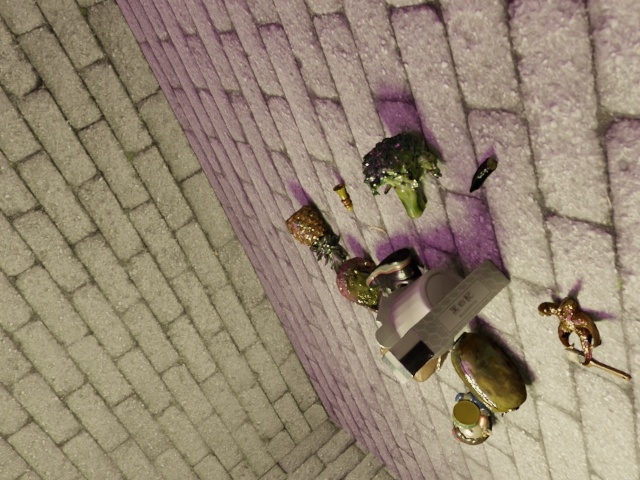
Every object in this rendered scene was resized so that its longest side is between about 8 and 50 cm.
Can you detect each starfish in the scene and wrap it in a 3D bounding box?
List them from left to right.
[{"bbox_3d":[0.624,0.219,1.359,0.190,0.074,0.146,55,160,-2],"label":"starfish"}]

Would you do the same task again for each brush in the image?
[{"bbox_3d":[0.707,0.320,1.421,0.169,0.014,0.043,22,144,53],"label":"brush"}]

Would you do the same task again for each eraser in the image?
[{"bbox_3d":[0.338,0.211,1.489,0.096,0.403,0.098,47,156,14],"label":"eraser"}]

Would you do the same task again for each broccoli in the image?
[{"bbox_3d":[0.251,-0.179,1.523,0.198,0.177,0.274,-29,131,36],"label":"broccoli"}]

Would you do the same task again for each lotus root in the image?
[{"bbox_3d":[0.524,0.411,1.750,0.275,0.160,0.152,52,-177,10],"label":"lotus root"}]

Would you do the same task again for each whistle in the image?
[{"bbox_3d":[0.080,-0.151,1.991,0.057,0.046,0.109,9,139,42],"label":"whistle"}]

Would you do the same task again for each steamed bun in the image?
[{"bbox_3d":[0.349,0.358,1.898,0.199,0.251,0.301,45,166,20],"label":"steamed bun"}]

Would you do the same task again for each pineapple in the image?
[{"bbox_3d":[0.000,0.000,2.273,0.310,0.141,0.170,49,134,-7],"label":"pineapple"}]

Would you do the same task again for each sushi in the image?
[{"bbox_3d":[0.150,0.186,2.129,0.107,0.161,0.241,5,108,66],"label":"sushi"}]

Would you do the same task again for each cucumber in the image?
[{"bbox_3d":[0.389,-0.158,1.345,0.034,0.033,0.135,53,158,12],"label":"cucumber"}]

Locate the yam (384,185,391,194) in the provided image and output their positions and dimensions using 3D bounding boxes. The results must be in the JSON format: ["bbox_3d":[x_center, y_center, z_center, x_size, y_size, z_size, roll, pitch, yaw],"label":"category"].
[{"bbox_3d":[0.215,-0.167,1.720,0.014,0.014,0.107,51,159,9],"label":"yam"}]

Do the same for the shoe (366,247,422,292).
[{"bbox_3d":[0.263,0.123,1.936,0.137,0.114,0.291,49,155,0],"label":"shoe"}]

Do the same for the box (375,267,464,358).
[{"bbox_3d":[0.314,0.206,1.662,0.263,0.291,0.206,62,149,22],"label":"box"}]

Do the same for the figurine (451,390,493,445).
[{"bbox_3d":[0.557,0.672,2.059,0.161,0.158,0.276,47,159,43],"label":"figurine"}]
